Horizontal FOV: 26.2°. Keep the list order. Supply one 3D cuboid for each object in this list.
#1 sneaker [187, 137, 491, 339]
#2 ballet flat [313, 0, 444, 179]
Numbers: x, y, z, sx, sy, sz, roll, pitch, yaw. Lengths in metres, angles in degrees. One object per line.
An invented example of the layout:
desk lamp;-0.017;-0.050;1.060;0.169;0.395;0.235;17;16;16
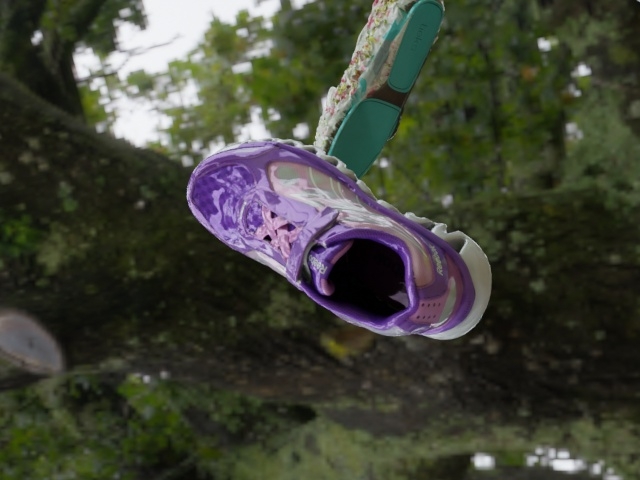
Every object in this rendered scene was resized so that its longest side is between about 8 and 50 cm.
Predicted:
sneaker;0.000;0.000;0.962;0.104;0.236;0.095;-21;-47;-62
ballet flat;0.053;-0.164;1.457;0.091;0.077;0.241;23;-80;-43
